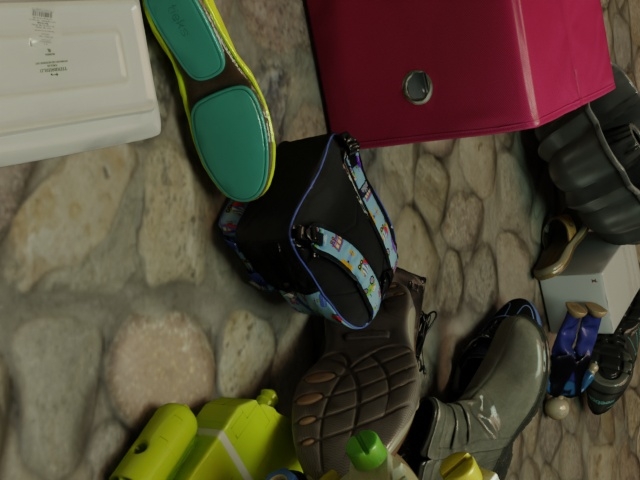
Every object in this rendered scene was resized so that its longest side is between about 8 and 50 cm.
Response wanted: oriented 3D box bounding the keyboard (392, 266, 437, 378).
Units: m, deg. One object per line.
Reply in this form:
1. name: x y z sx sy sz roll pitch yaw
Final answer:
1. keyboard: 0.082 0.127 1.290 0.100 0.038 0.192 24 67 -28

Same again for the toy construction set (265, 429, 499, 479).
1. toy construction set: -0.011 0.269 0.832 0.328 0.215 0.151 -23 116 -24

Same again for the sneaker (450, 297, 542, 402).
1. sneaker: 0.237 0.152 1.464 0.232 0.081 0.090 -61 142 -37

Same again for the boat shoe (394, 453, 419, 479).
1. boat shoe: 0.098 0.364 1.212 0.341 0.122 0.110 52 50 -26

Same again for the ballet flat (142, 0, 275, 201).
1. ballet flat: -0.095 -0.149 1.005 0.077 0.077 0.231 -83 154 -64

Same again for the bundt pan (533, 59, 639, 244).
1. bundt pan: 0.446 -0.131 1.707 0.331 0.124 0.330 35 38 -33

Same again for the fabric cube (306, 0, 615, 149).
1. fabric cube: 0.155 -0.259 1.222 0.259 0.254 0.258 -27 110 -54

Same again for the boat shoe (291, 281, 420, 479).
1. boat shoe: 0.049 0.162 1.098 0.324 0.123 0.116 -66 151 -60

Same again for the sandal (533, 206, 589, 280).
1. sandal: 0.372 -0.007 1.709 0.049 0.072 0.180 49 49 -13

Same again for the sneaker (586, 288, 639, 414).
1. sneaker: 0.493 0.179 1.864 0.106 0.101 0.267 87 25 -42

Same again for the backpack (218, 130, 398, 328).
1. backpack: 0.000 0.000 1.086 0.173 0.117 0.158 56 44 -37

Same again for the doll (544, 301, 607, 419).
1. doll: 0.376 0.187 1.666 0.129 0.046 0.189 2 111 -24

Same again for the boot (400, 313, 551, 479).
1. boot: 0.179 0.201 1.302 0.161 0.083 0.246 14 96 -44

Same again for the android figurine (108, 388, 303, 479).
1. android figurine: -0.092 0.254 0.979 0.273 0.056 0.248 -57 131 -40

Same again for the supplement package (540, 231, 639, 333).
1. supplement package: 0.436 0.064 1.751 0.179 0.105 0.105 -39 119 -52

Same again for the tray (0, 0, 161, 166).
1. tray: -0.216 -0.137 0.852 0.270 0.030 0.145 -21 103 -55
